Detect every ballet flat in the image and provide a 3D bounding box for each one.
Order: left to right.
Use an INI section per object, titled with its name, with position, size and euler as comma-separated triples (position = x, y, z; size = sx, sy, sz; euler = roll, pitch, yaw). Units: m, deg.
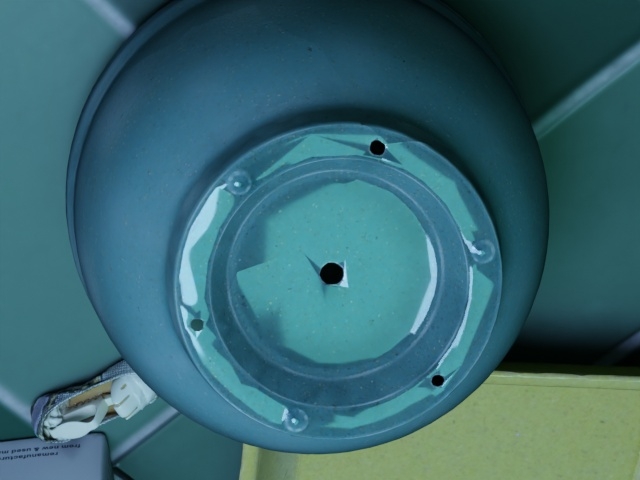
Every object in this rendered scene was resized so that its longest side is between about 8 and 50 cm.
[ballet flat]
position = -0.143, 0.109, 1.242
size = 0.114, 0.041, 0.041
euler = -24, 122, 10

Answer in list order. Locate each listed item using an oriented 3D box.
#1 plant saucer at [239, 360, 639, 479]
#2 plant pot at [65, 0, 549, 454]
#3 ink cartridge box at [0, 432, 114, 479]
[plant saucer]
position = 0.101, 0.203, 1.301
size = 0.333, 0.081, 0.332
euler = 3, 123, -6
[plant pot]
position = 0.000, 0.000, 1.042
size = 0.293, 0.196, 0.293
euler = -2, 106, -5
[ink cartridge box]
position = -0.189, 0.300, 1.212
size = 0.122, 0.289, 0.211
euler = -5, 124, -1
